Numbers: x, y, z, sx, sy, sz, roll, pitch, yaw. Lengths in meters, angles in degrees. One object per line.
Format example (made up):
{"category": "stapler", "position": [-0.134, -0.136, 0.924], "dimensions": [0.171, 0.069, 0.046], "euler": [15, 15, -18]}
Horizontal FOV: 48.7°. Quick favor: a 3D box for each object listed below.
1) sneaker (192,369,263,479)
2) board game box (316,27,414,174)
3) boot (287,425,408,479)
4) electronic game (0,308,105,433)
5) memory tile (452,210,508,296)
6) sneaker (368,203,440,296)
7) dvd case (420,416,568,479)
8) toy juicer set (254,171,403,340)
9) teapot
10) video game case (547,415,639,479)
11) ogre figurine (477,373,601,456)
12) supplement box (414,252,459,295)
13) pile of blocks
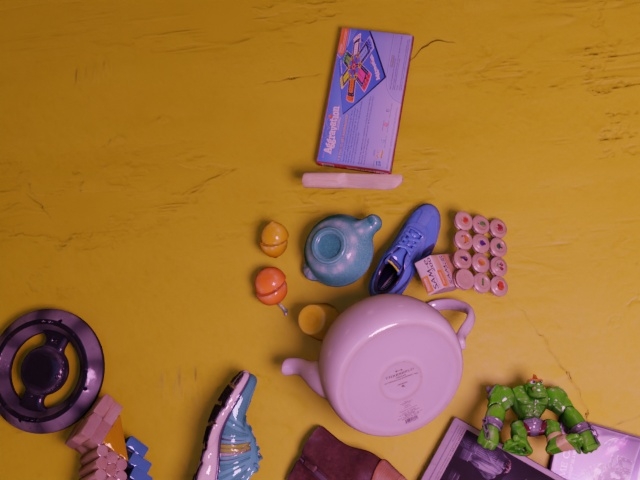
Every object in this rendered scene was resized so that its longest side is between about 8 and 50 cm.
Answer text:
{"category": "sneaker", "position": [-0.153, 0.364, 1.238], "dimensions": [0.109, 0.107, 0.275], "euler": [15, 84, -10]}
{"category": "board game box", "position": [0.088, -0.271, 1.369], "dimensions": [0.145, 0.027, 0.282], "euler": [9, 79, 7]}
{"category": "boot", "position": [0.029, 0.468, 1.202], "dimensions": [0.206, 0.090, 0.249], "euler": [24, 86, 26]}
{"category": "electronic game", "position": [-0.512, 0.242, 1.318], "dimensions": [0.229, 0.048, 0.229], "euler": [-1, 79, 7]}
{"category": "memory tile", "position": [0.284, 0.023, 1.253], "dimensions": [0.113, 0.012, 0.148], "euler": [12, 69, -19]}
{"category": "sneaker", "position": [0.155, 0.021, 1.270], "dimensions": [0.069, 0.082, 0.209], "euler": [30, 81, 14]}
{"category": "dvd case", "position": [0.279, 0.422, 1.144], "dimensions": [0.238, 0.029, 0.179], "euler": [24, 77, 36]}
{"category": "toy juicer set", "position": [0.000, 0.000, 1.297], "dimensions": [0.209, 0.089, 0.329], "euler": [26, 90, 25]}
{"category": "teapot", "position": [0.107, 0.186, 1.191], "dimensions": [0.256, 0.187, 0.253], "euler": [23, 103, -22]}
{"category": "video game case", "position": [0.513, 0.422, 1.168], "dimensions": [0.274, 0.026, 0.196], "euler": [14, 80, 11]}
{"category": "ogre figurine", "position": [0.347, 0.290, 1.161], "dimensions": [0.197, 0.097, 0.118], "euler": [-10, 45, 5]}
{"category": "supplement box", "position": [0.213, 0.058, 1.244], "dimensions": [0.036, 0.098, 0.062], "euler": [-31, 74, 33]}
{"category": "pile of blocks", "position": [-0.361, 0.460, 1.238], "dimensions": [0.112, 0.148, 0.362], "euler": [-34, 59, 43]}
